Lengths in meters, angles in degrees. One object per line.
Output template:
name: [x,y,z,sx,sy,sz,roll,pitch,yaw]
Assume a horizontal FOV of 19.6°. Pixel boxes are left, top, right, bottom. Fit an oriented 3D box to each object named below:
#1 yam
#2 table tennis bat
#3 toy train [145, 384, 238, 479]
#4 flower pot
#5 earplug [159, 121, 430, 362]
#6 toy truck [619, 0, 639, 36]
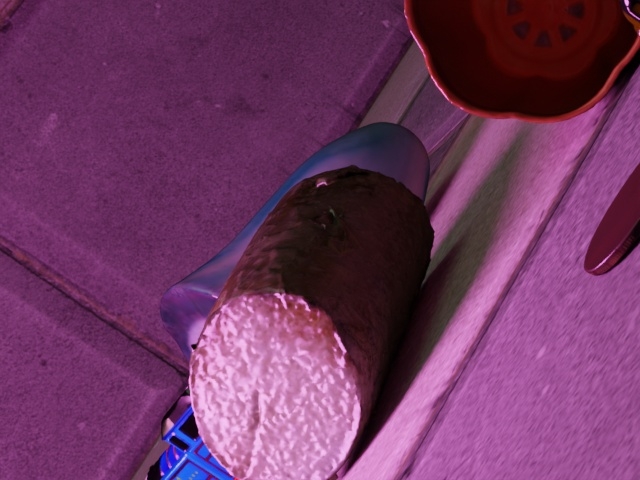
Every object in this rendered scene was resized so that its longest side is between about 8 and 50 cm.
yam: [-0.004,0.065,1.558,0.168,0.168,0.304,-53,4,30]
table tennis bat: [0.205,-0.046,1.108,0.158,0.014,0.095,-57,3,5]
toy train: [-0.090,0.192,1.666,0.204,0.131,0.082,-51,7,45]
flower pot: [0.175,-0.186,1.493,0.190,0.191,0.173,-55,-8,11]
earplug: [0.000,0.000,1.903,0.324,0.185,0.185,-53,3,-28]
toy truck: [0.245,-0.173,0.970,0.224,0.147,0.165,-59,-18,-13]
